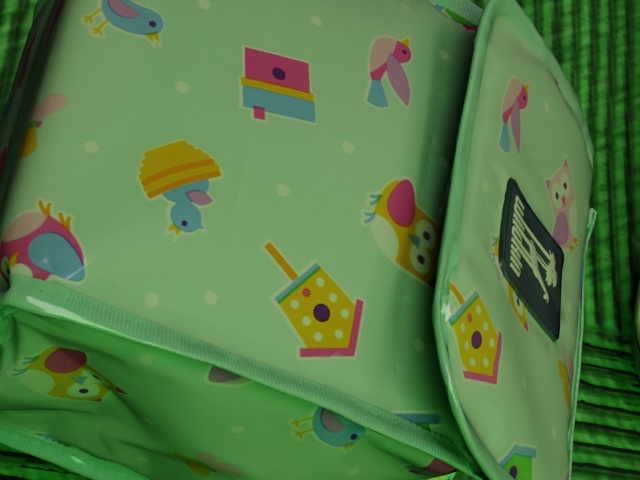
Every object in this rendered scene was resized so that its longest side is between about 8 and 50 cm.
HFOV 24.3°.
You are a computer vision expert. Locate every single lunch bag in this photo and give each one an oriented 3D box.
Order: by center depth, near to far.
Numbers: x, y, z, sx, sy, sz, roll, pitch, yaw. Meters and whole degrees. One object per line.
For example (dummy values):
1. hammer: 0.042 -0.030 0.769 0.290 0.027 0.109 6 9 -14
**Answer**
1. lunch bag: 0.000 0.000 0.598 0.262 0.160 0.223 22 55 -17

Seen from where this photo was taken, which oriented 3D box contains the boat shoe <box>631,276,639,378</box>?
1. boat shoe: 0.286 -0.117 0.746 0.187 0.156 0.500 26 57 0
